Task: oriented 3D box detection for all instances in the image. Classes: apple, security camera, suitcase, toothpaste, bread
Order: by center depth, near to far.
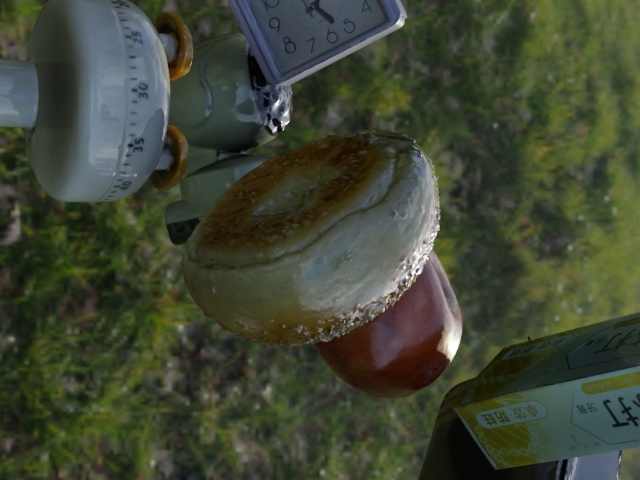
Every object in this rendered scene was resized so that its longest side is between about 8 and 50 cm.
[{"bbox_3d":[0.221,0.085,0.749,0.089,0.313,0.071,-39,99,-38],"label":"toothpaste"},{"bbox_3d":[0.000,0.000,1.285,0.159,0.305,0.305,61,24,-24],"label":"bread"},{"bbox_3d":[-0.116,-0.138,1.598,0.197,0.191,0.277,-6,84,-73],"label":"security camera"},{"bbox_3d":[0.264,0.352,1.640,0.194,0.283,0.434,48,40,-20],"label":"suitcase"},{"bbox_3d":[0.096,0.103,1.728,0.251,0.206,0.272,56,13,7],"label":"apple"}]

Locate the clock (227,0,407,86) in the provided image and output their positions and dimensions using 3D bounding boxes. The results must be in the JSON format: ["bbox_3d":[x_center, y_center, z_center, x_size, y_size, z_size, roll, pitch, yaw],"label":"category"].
[{"bbox_3d":[-0.005,-0.297,1.483,0.145,0.193,0.073,63,12,-2],"label":"clock"}]

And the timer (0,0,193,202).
[{"bbox_3d":[-0.273,-0.155,1.281,0.233,0.240,0.233,3,-87,60],"label":"timer"}]
